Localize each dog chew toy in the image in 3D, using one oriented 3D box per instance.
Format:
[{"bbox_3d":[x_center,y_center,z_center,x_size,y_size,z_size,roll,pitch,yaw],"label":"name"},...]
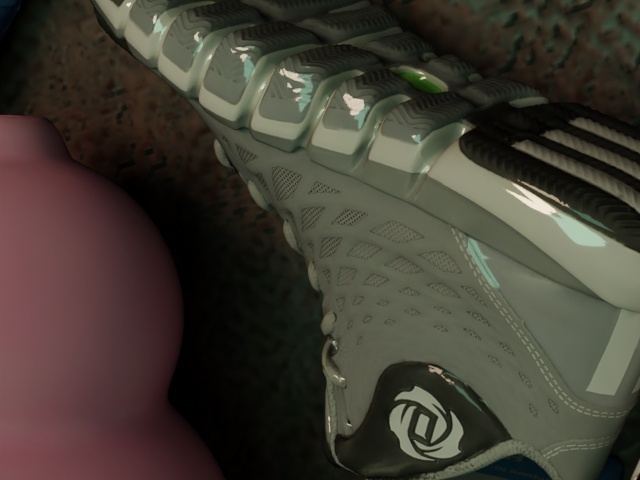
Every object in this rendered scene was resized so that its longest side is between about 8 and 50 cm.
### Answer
[{"bbox_3d":[-0.115,0.125,0.458,0.206,0.206,0.332,4,95,17],"label":"dog chew toy"}]

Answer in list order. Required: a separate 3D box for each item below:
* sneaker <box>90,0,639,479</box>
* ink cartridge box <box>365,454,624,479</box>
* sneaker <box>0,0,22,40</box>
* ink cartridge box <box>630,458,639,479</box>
[{"bbox_3d":[0.000,0.000,0.428,0.228,0.086,0.132,34,125,35],"label":"sneaker"},{"bbox_3d":[0.031,0.150,0.411,0.082,0.190,0.140,13,105,15],"label":"ink cartridge box"},{"bbox_3d":[-0.095,-0.111,0.467,0.084,0.058,0.152,20,101,22],"label":"sneaker"},{"bbox_3d":[0.133,-0.008,0.346,0.066,0.189,0.232,19,107,18],"label":"ink cartridge box"}]
